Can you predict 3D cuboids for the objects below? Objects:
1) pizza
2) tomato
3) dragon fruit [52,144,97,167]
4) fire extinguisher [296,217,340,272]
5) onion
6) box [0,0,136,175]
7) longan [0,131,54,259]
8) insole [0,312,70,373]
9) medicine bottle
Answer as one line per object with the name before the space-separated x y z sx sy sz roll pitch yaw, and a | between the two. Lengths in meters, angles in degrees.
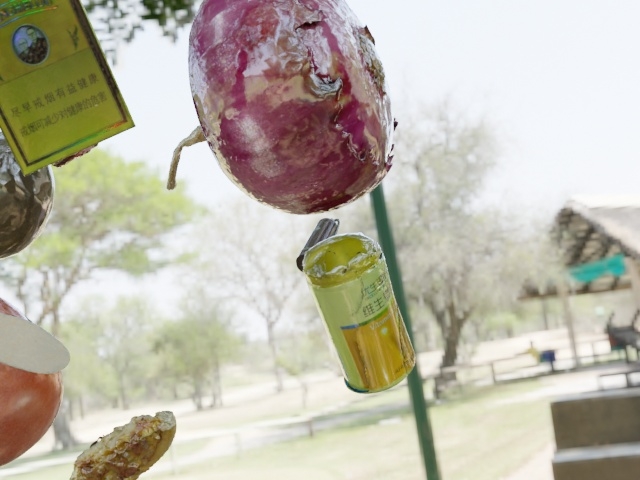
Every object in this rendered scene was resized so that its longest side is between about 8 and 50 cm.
pizza | -0.351 0.391 1.968 0.246 0.058 0.127 -29 -49 5
tomato | -0.461 0.178 1.420 0.224 0.256 0.256 -51 19 -30
dragon fruit | -0.477 -0.217 2.111 0.102 0.147 0.096 -15 -4 30
fire extinguisher | 0.000 0.000 2.039 0.064 0.043 0.158 -25 22 35
onion | -0.061 -0.209 1.515 0.345 0.358 0.358 -5 -7 -2
box | -0.313 -0.200 1.214 0.141 0.220 0.064 -25 25 -10
longan | -0.703 -0.097 2.337 0.297 0.297 0.297 -7 -6 -1
insole | -0.377 0.102 1.251 0.197 0.065 0.004 30 20 -22
medicine bottle | 0.057 0.102 1.624 0.124 0.238 0.124 -15 27 8
